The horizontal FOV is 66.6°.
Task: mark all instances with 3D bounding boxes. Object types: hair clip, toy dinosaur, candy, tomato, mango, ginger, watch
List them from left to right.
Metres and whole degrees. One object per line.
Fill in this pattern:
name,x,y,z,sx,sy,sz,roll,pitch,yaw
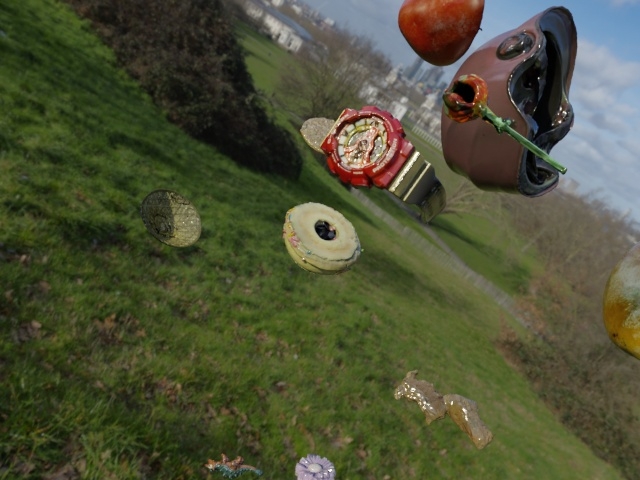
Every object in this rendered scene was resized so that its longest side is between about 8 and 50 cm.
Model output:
toy dinosaur,-0.219,0.573,1.232,0.154,0.049,0.055,6,57,9
hair clip,0.001,0.588,1.167,0.106,0.084,0.292,2,-2,-16
watch,0.098,-0.096,0.700,0.165,0.102,0.268,37,5,17
tomato,0.203,-0.409,0.883,0.082,0.174,0.166,-23,74,-24
ginger,0.355,0.480,1.388,0.290,0.084,0.122,28,56,22
candy,0.196,-0.123,0.524,0.049,0.055,0.184,4,37,-35
mango,0.660,0.095,0.944,0.193,0.316,0.146,-6,-43,50

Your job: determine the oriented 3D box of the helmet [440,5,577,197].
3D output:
helmet,0.340,-0.244,0.902,0.197,0.338,0.271,5,-12,41

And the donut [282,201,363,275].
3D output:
donut,0.000,0.000,0.987,0.175,0.068,0.174,18,42,-18

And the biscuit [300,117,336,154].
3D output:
biscuit,0.018,-0.200,0.948,0.120,0.015,0.120,14,45,-14

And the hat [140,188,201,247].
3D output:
hat,-0.345,-0.036,1.087,0.146,0.067,0.145,28,46,-33
